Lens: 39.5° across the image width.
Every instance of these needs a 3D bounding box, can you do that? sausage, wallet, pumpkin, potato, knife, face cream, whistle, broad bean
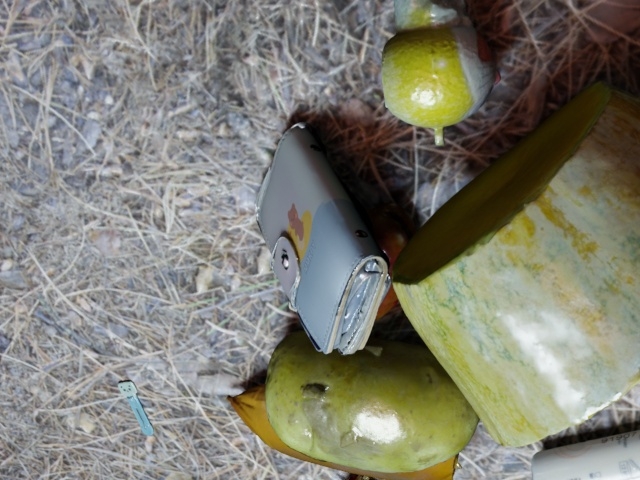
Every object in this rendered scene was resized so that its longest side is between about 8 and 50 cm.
[{"bbox_3d":[0.021,0.239,1.138,0.328,0.112,0.112,8,119,16],"label":"sausage"},{"bbox_3d":[0.000,0.000,0.972,0.069,0.231,0.170,-2,134,-27],"label":"wallet"},{"bbox_3d":[0.213,0.010,0.833,0.199,0.332,0.332,41,122,0],"label":"pumpkin"},{"bbox_3d":[0.050,0.173,1.042,0.272,0.160,0.111,9,150,16],"label":"potato"},{"bbox_3d":[-0.265,0.244,1.285,0.027,0.010,0.096,-11,114,23],"label":"knife"},{"bbox_3d":[0.388,0.261,1.045,0.269,0.082,0.082,-20,110,24],"label":"face cream"},{"bbox_3d":[0.117,-0.204,0.872,0.123,0.123,0.223,-1,101,18],"label":"whistle"},{"bbox_3d":[0.049,0.033,1.033,0.114,0.084,0.165,53,129,10],"label":"broad bean"}]

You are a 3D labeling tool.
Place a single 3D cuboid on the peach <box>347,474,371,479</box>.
[{"bbox_3d":[0.085,0.397,1.210,0.172,0.127,0.092,21,117,-24],"label":"peach"}]
